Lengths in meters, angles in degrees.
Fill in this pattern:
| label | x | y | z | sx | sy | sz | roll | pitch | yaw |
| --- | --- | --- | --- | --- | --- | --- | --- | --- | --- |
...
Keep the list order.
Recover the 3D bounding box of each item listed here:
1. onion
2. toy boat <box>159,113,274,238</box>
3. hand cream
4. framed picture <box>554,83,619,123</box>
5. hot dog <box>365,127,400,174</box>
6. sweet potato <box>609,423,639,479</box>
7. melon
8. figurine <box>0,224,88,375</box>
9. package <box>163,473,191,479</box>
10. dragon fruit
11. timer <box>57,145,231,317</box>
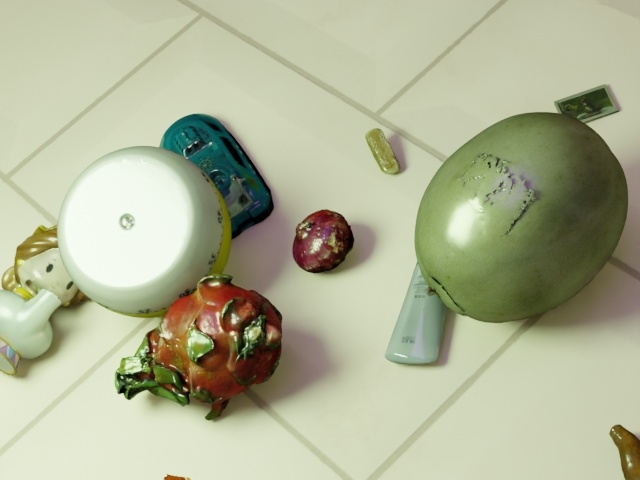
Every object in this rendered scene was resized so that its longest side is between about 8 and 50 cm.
| label | x | y | z | sx | sy | sz | roll | pitch | yaw |
| --- | --- | --- | --- | --- | --- | --- | --- | --- | --- |
| onion | 0.000 | 0.000 | 2.054 | 0.107 | 0.097 | 0.107 | -33 | 34 | 26 |
| toy boat | -0.194 | -0.133 | 2.240 | 0.134 | 0.092 | 0.299 | -34 | 49 | -3 |
| hand cream | 0.160 | 0.074 | 1.966 | 0.079 | 0.048 | 0.255 | -1 | 55 | 27 |
| framed picture | 0.427 | -0.215 | 2.119 | 0.089 | 0.007 | 0.066 | -19 | 48 | 6 |
| hot dog | 0.102 | -0.142 | 2.169 | 0.030 | 0.034 | 0.090 | -21 | 66 | -11 |
| sweet potato | 0.430 | 0.332 | 1.648 | 0.057 | 0.057 | 0.264 | -30 | 47 | -4 |
| melon | 0.275 | -0.029 | 1.857 | 0.330 | 0.268 | 0.268 | -40 | 49 | -2 |
| figurine | -0.462 | 0.083 | 2.137 | 0.189 | 0.142 | 0.263 | -3 | 48 | 49 |
| package | -0.083 | 0.427 | 1.637 | 0.108 | 0.288 | 0.223 | -35 | 39 | 39 |
| dragon fruit | -0.177 | 0.168 | 1.921 | 0.269 | 0.198 | 0.200 | -27 | 5 | -5 |
| timer | -0.256 | -0.001 | 2.059 | 0.285 | 0.285 | 0.285 | -11 | 50 | 13 |
